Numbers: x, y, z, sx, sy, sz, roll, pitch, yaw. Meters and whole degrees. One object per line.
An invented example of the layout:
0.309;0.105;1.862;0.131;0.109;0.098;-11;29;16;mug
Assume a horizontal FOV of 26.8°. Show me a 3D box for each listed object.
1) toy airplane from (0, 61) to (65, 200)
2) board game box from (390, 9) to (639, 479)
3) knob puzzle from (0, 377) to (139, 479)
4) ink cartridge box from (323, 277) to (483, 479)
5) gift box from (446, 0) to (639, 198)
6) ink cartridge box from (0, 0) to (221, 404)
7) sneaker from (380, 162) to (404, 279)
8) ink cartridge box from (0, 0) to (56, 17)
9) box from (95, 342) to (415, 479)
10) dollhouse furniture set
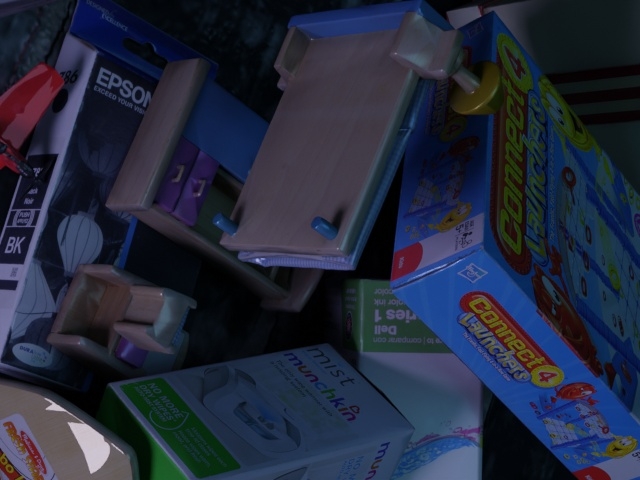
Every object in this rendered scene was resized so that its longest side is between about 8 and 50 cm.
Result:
-0.267;-0.093;1.021;0.151;0.028;0.151;-3;98;-18;toy airplane
0.193;0.008;1.167;0.302;0.086;0.308;45;35;-31;board game box
-0.202;0.178;0.981;0.030;0.213;0.213;-39;117;-58;knob puzzle
0.069;0.174;1.234;0.117;0.201;0.278;2;88;-9;ink cartridge box
0.305;-0.169;1.439;0.276;0.258;0.255;-22;105;-48;gift box
-0.168;-0.035;1.119;0.165;0.065;0.332;25;72;-40;ink cartridge box
0.104;-0.002;1.393;0.075;0.057;0.161;5;84;-61;sneaker
-0.341;-0.178;0.807;0.395;0.270;0.151;-25;105;-42;ink cartridge box
-0.084;0.230;1.078;0.231;0.127;0.262;-5;127;-44;box
0.000;0.000;1.027;0.198;0.303;0.286;35;67;-38;dollhouse furniture set
